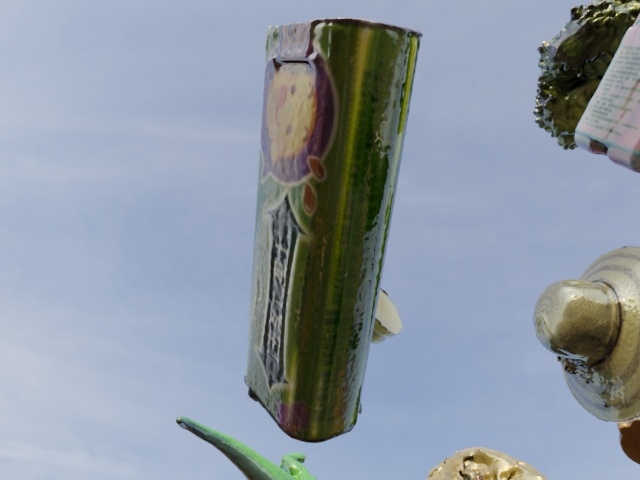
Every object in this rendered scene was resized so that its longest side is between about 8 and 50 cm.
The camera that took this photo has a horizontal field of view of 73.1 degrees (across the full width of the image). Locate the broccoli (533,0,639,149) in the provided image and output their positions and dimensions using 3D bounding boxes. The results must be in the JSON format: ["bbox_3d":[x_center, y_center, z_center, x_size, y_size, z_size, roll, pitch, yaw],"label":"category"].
[{"bbox_3d":[0.590,-0.337,0.830,0.338,0.277,0.318,13,-107,16],"label":"broccoli"}]

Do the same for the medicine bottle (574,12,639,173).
[{"bbox_3d":[0.317,-0.145,0.351,0.119,0.094,0.188,11,-64,-13],"label":"medicine bottle"}]

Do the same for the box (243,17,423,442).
[{"bbox_3d":[0.000,0.000,0.389,0.134,0.097,0.346,28,-63,49],"label":"box"}]

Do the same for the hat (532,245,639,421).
[{"bbox_3d":[0.367,0.116,0.613,0.109,0.252,0.252,14,-66,1],"label":"hat"}]

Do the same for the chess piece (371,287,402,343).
[{"bbox_3d":[0.058,0.216,1.020,0.243,0.133,0.133,-38,-86,26],"label":"chess piece"}]

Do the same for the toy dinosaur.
[{"bbox_3d":[-0.029,0.507,0.759,0.374,0.144,0.500,17,-24,51],"label":"toy dinosaur"}]

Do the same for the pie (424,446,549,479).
[{"bbox_3d":[0.267,0.502,0.717,0.338,0.339,0.077,-26,-72,25],"label":"pie"}]

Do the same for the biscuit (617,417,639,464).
[{"bbox_3d":[0.779,0.465,0.956,0.225,0.036,0.166,14,-62,21],"label":"biscuit"}]
